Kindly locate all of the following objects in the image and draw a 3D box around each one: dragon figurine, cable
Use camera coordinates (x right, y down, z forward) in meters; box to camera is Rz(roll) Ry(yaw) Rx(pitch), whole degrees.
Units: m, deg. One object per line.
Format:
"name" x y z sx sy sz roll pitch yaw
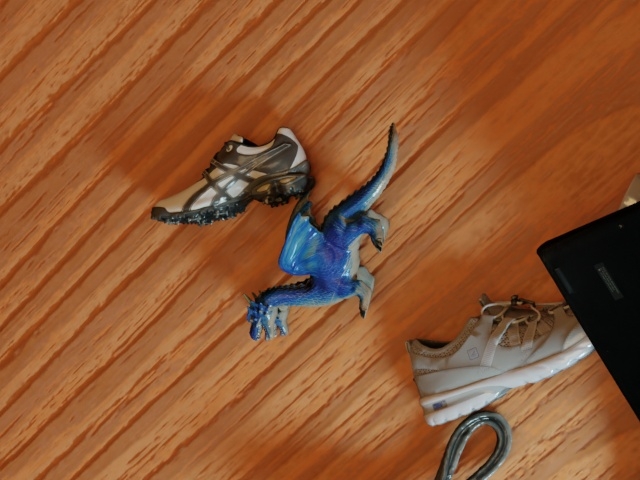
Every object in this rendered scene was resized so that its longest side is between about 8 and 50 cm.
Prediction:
"dragon figurine" 0.000 0.000 1.959 0.144 0.085 0.289 14 113 3
"cable" 0.113 0.315 1.937 0.287 0.072 0.139 -36 82 2

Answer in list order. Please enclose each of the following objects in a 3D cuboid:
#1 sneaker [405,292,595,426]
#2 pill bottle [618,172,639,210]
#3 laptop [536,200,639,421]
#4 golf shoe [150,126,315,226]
"sneaker" 0.218 0.104 1.910 0.281 0.105 0.115 -27 84 16
"pill bottle" 0.400 -0.015 1.860 0.152 0.086 0.086 24 99 14
"laptop" 0.500 0.065 1.697 0.408 0.236 0.382 -28 95 54
"golf shoe" -0.108 -0.073 2.017 0.198 0.077 0.094 -15 84 7
